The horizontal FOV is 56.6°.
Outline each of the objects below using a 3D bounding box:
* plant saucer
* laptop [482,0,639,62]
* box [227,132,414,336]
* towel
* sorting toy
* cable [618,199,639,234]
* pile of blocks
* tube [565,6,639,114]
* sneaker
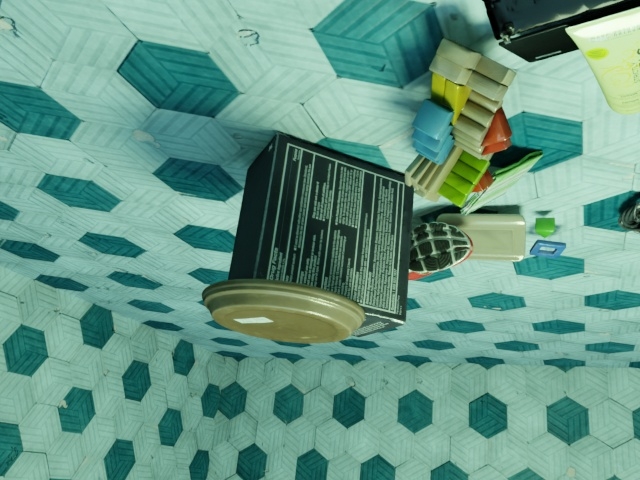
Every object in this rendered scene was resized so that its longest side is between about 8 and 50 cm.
[{"bbox_3d":[-0.064,0.127,1.000,0.278,0.041,0.278,7,158,3],"label":"plant saucer"},{"bbox_3d":[0.301,-0.307,0.637,0.234,0.136,0.264,-9,128,33],"label":"laptop"},{"bbox_3d":[0.000,0.000,1.116,0.294,0.296,0.183,17,156,-22],"label":"box"},{"bbox_3d":[0.321,-0.105,1.070,0.113,0.023,0.152,-28,165,-19],"label":"towel"},{"bbox_3d":[0.357,-0.015,1.315,0.348,0.047,0.196,1,154,19],"label":"sorting toy"},{"bbox_3d":[0.665,-0.049,1.160,0.185,0.047,0.150,15,162,-27],"label":"cable"},{"bbox_3d":[0.210,-0.133,0.870,0.113,0.149,0.362,35,168,23],"label":"pile of blocks"},{"bbox_3d":[0.361,-0.215,0.712,0.070,0.062,0.240,-50,151,14],"label":"tube"},{"bbox_3d":[0.235,0.030,1.320,0.118,0.107,0.279,4,165,-36],"label":"sneaker"}]
